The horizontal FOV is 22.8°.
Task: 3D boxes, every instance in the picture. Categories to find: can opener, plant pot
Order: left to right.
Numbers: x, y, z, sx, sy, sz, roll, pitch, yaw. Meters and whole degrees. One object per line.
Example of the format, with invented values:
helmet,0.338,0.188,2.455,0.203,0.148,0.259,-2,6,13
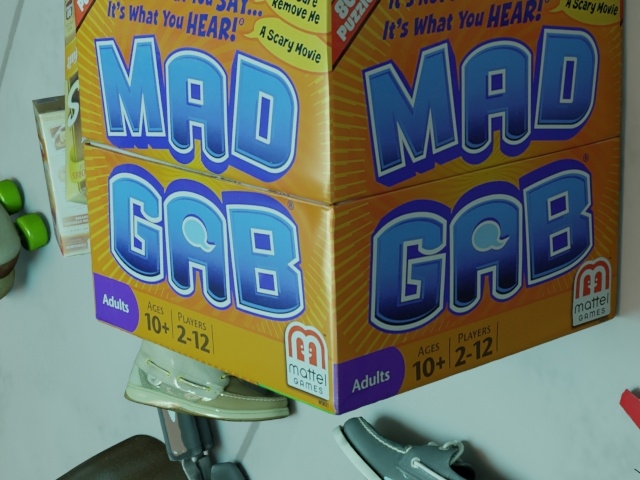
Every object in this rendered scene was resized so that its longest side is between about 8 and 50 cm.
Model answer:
plant pot,-0.307,0.389,2.092,0.215,0.230,0.215,18,114,46
can opener,-0.152,0.248,2.009,0.093,0.074,0.280,-18,88,16

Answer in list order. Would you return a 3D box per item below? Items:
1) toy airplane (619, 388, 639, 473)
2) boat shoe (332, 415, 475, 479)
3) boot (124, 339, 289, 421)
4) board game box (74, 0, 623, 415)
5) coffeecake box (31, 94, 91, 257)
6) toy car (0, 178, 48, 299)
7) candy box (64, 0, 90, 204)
toy airplane,0.331,0.176,1.439,0.151,0.028,0.151,18,115,44
boat shoe,0.135,0.267,1.670,0.099,0.116,0.319,-48,45,-4
boot,-0.129,0.131,1.920,0.213,0.077,0.165,8,86,22
board game box,0.026,-0.093,1.460,0.356,0.356,0.356,15,112,47
coffeecake box,-0.320,-0.086,2.043,0.142,0.068,0.186,-140,41,-71
toy car,-0.490,0.032,2.280,0.149,0.155,0.188,48,145,29
candy box,-0.194,-0.209,1.685,0.183,0.087,0.317,-25,62,49
